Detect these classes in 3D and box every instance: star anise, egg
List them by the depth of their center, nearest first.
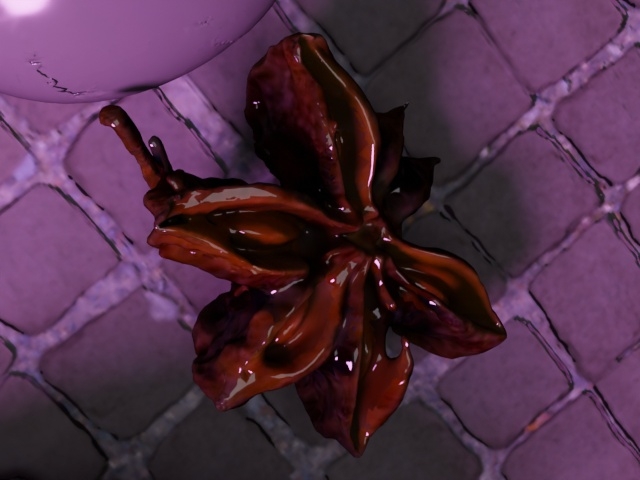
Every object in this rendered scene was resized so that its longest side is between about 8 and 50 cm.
[{"bbox_3d":[-0.108,-0.143,0.501,0.199,0.146,0.146,-11,99,-6],"label":"egg"},{"bbox_3d":[0.000,0.000,0.558,0.190,0.126,0.220,-24,104,-20],"label":"star anise"}]

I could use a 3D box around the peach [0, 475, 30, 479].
[{"bbox_3d":[-0.146,0.316,0.501,0.416,0.353,0.339,-26,114,-50],"label":"peach"}]
